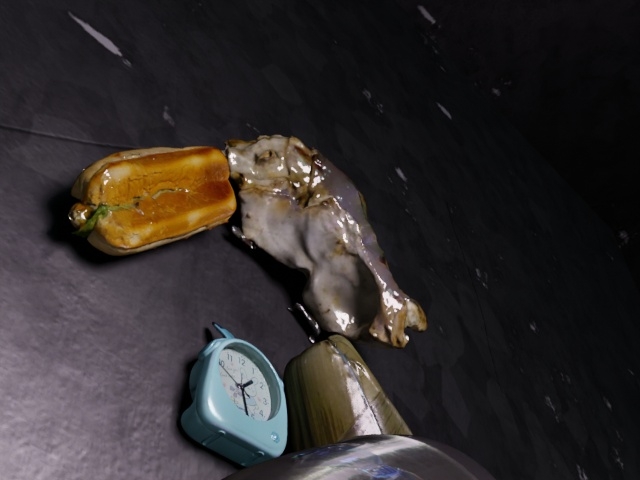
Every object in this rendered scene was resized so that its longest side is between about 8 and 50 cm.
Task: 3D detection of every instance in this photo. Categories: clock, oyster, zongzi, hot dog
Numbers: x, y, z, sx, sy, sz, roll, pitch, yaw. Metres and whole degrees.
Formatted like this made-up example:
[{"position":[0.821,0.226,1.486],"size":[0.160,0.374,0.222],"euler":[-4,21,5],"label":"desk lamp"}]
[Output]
[{"position":[-0.083,0.143,0.816],"size":[0.108,0.045,0.147],"euler":[38,30,-31],"label":"clock"},{"position":[-0.003,-0.001,1.018],"size":[0.197,0.133,0.337],"euler":[-9,62,-52],"label":"oyster"},{"position":[-0.003,0.226,0.798],"size":[0.242,0.112,0.221],"euler":[-24,76,-46],"label":"zongzi"},{"position":[-0.175,-0.044,0.856],"size":[0.250,0.076,0.104],"euler":[-27,102,-59],"label":"hot dog"}]

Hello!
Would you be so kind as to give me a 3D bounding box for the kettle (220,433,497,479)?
[{"position":[-0.047,0.237,0.533],"size":[0.324,0.320,0.228],"euler":[14,89,-59],"label":"kettle"}]
